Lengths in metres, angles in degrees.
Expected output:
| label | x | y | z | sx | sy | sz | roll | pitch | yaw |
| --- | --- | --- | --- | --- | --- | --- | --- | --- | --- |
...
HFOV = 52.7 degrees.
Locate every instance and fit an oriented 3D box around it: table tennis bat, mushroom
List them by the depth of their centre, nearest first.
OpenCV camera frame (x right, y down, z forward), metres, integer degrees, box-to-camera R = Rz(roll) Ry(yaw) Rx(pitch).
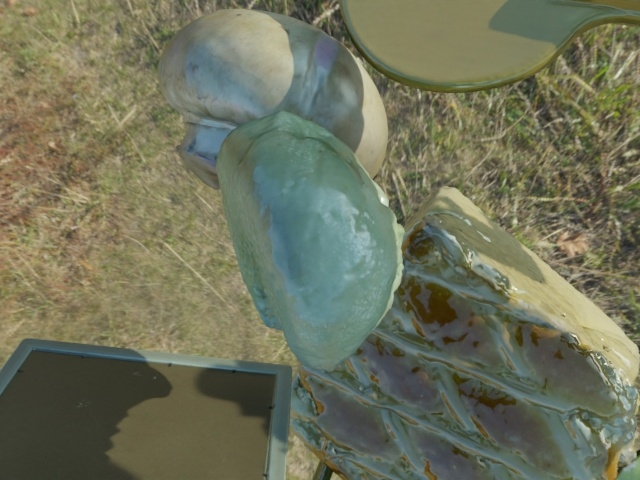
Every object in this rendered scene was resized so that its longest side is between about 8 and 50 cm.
| label | x | y | z | sx | sy | sz | roll | pitch | yaw |
| --- | --- | --- | --- | --- | --- | --- | --- | --- | --- |
| table tennis bat | 0.165 | -0.196 | 0.495 | 0.321 | 0.050 | 0.198 | 16 | 79 | 21 |
| mushroom | -0.044 | -0.125 | 0.663 | 0.255 | 0.255 | 0.184 | 31 | 71 | 7 |

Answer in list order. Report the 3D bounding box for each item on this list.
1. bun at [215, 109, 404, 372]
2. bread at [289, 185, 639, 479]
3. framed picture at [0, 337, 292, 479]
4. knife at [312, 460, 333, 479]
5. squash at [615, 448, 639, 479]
| label | x | y | z | sx | sy | sz | roll | pitch | yaw |
| --- | --- | --- | --- | --- | --- | --- | --- | --- | --- |
| bun | 0.000 | 0.000 | 0.515 | 0.127 | 0.203 | 0.212 | -19 | 40 | -11 |
| bread | 0.179 | 0.184 | 0.880 | 0.390 | 0.279 | 0.371 | 43 | 110 | 8 |
| framed picture | -0.177 | 0.179 | 0.609 | 0.296 | 0.232 | 0.019 | 7 | 116 | -3 |
| knife | -0.035 | 0.408 | 0.830 | 0.027 | 0.061 | 0.343 | 40 | 56 | -21 |
| squash | 0.480 | 0.393 | 0.936 | 0.234 | 0.210 | 0.309 | -27 | 100 | -5 |
